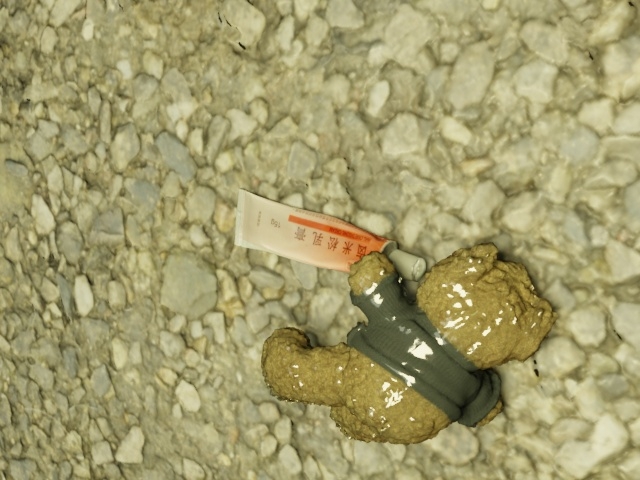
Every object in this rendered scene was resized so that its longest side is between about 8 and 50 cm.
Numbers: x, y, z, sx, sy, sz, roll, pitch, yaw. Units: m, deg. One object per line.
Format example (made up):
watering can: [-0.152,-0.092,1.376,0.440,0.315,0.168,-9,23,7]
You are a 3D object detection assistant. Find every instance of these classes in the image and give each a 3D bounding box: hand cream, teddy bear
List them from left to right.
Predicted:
hand cream: [0.001,-0.001,0.741,0.216,0.038,0.052,15,78,32]
teddy bear: [0.073,0.107,0.654,0.182,0.129,0.251,39,119,-23]
